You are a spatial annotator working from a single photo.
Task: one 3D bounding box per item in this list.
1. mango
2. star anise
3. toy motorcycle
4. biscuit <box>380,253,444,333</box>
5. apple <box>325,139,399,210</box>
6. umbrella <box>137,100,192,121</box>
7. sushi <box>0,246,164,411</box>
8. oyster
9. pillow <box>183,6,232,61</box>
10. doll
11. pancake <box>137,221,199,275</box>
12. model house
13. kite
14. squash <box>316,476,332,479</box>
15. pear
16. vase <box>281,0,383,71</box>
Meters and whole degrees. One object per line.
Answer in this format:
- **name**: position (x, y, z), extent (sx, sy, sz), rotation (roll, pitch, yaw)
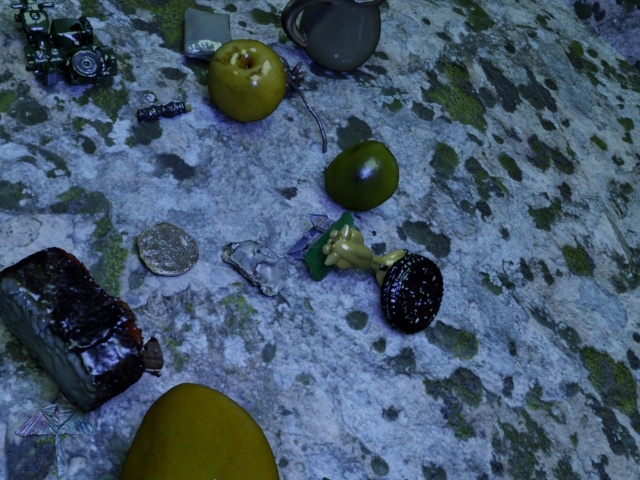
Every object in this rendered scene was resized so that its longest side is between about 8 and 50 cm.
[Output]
- **mango**: position (-0.210, 0.456, 1.138), extent (0.299, 0.232, 0.446), rotation (6, 50, -16)
- **star anise**: position (-0.072, -0.366, 1.809), extent (0.148, 0.218, 0.227), rotation (-29, 51, 7)
- **toy motorcycle**: position (-0.614, -0.479, 1.616), extent (0.205, 0.127, 0.275), rotation (-16, 70, -29)
- **biscuit**: position (0.220, 0.126, 1.599), extent (0.194, 0.053, 0.195), rotation (-8, 103, -39)
- **apple**: position (0.110, -0.162, 1.710), extent (0.157, 0.196, 0.196), rotation (51, 51, -12)
- **umbrella**: position (-0.387, -0.323, 1.675), extent (0.143, 0.040, 0.037), rotation (-17, 59, -34)
- **sushi**: position (-0.444, 0.158, 1.239), extent (0.343, 0.196, 0.182), rotation (44, 57, 7)
- **oyster**: position (-0.143, 0.049, 1.539), extent (0.165, 0.053, 0.108), rotation (42, 70, -4)
- **pillow**: position (-0.308, -0.564, 1.842), extent (0.134, 0.078, 0.182), rotation (6, 56, -21)
- **doll**: position (0.120, 0.047, 1.602), extent (0.291, 0.086, 0.117), rotation (22, 92, -35)
- **pancake**: position (-0.337, 0.020, 1.485), extent (0.139, 0.022, 0.140), rotation (12, 55, -18)
- **model house**: position (0.000, 0.000, 1.615), extent (0.088, 0.117, 0.167), rotation (27, 67, 39)
- **kite**: position (-0.479, 0.350, 1.217), extent (0.137, 0.005, 0.153), rotation (8, 56, -22)
- **squash**: position (0.103, 0.541, 1.325), extent (0.258, 0.069, 0.069), rotation (27, 52, -6)
- **pear**: position (-0.188, -0.401, 1.718), extent (0.208, 0.209, 0.209), rotation (12, 55, -18)
- **vase**: position (0.041, -0.642, 1.913), extent (0.329, 0.302, 0.241), rotation (-11, 66, -29)
